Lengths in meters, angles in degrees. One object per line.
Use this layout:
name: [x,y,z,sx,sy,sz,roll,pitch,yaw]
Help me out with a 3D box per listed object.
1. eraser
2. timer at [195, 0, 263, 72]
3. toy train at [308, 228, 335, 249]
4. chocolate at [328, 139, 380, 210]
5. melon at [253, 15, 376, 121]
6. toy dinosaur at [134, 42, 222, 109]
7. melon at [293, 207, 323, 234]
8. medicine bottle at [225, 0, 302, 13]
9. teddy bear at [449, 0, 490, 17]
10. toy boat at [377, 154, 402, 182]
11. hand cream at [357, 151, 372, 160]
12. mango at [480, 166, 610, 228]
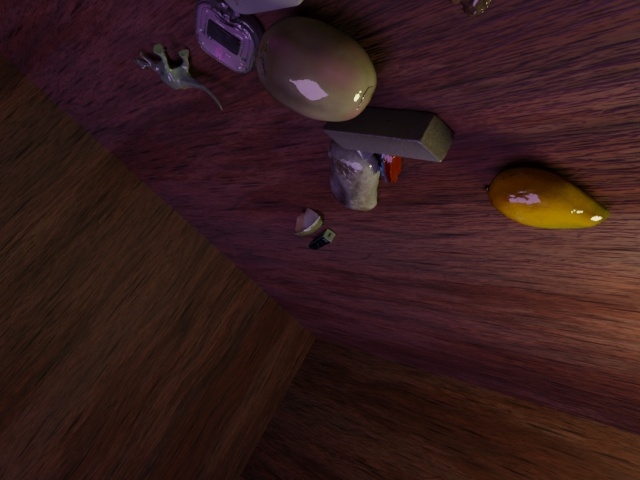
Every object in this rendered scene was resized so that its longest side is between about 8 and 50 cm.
eraser: [0.184,-0.302,1.212,0.352,0.111,0.077,16,154,31]
timer: [-0.265,-0.586,1.246,0.208,0.069,0.191,33,153,-2]
toy train: [0.000,0.000,2.086,0.052,0.051,0.234,36,159,-10]
chocolate: [0.106,-0.209,1.513,0.185,0.100,0.303,26,153,19]
melon: [-0.016,-0.421,1.081,0.317,0.223,0.223,30,156,4]
toy dinosaur: [-0.483,-0.575,1.494,0.393,0.092,0.205,30,156,-1]
melon: [-0.069,-0.068,1.972,0.093,0.139,0.202,51,161,10]
medicine bottle: [-0.107,-0.606,0.970,0.296,0.111,0.161,12,150,34]
teddy bear: [0.295,-0.514,0.658,0.246,0.222,0.296,40,112,-6]
toy boat: [0.212,-0.243,1.346,0.059,0.069,0.173,35,165,24]
hand cream: [0.089,-0.340,1.337,0.216,0.038,0.052,42,132,-20]
mango: [0.581,-0.104,1.137,0.317,0.119,0.176,19,152,7]
